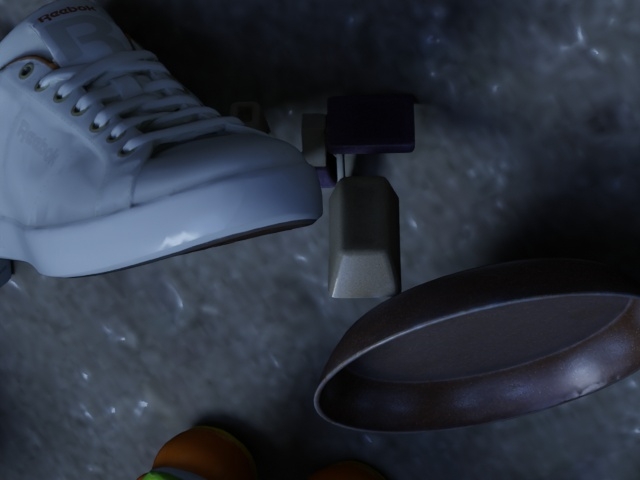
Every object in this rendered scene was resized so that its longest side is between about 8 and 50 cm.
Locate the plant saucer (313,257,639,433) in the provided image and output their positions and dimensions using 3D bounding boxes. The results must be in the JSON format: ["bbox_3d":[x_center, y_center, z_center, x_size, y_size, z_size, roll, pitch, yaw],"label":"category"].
[{"bbox_3d":[0.077,0.047,0.886,0.168,0.168,0.029,-30,62,38],"label":"plant saucer"}]

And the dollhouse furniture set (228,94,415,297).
[{"bbox_3d":[0.000,0.000,0.909,0.091,0.114,0.081,-1,135,2],"label":"dollhouse furniture set"}]

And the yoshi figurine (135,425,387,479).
[{"bbox_3d":[-0.088,0.259,0.948,0.203,0.362,0.203,46,128,-1],"label":"yoshi figurine"}]

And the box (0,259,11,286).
[{"bbox_3d":[-0.243,-0.035,1.056,0.126,0.072,0.137,12,121,23],"label":"box"}]

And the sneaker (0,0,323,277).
[{"bbox_3d":[-0.103,-0.051,0.896,0.290,0.106,0.123,4,105,57],"label":"sneaker"}]
